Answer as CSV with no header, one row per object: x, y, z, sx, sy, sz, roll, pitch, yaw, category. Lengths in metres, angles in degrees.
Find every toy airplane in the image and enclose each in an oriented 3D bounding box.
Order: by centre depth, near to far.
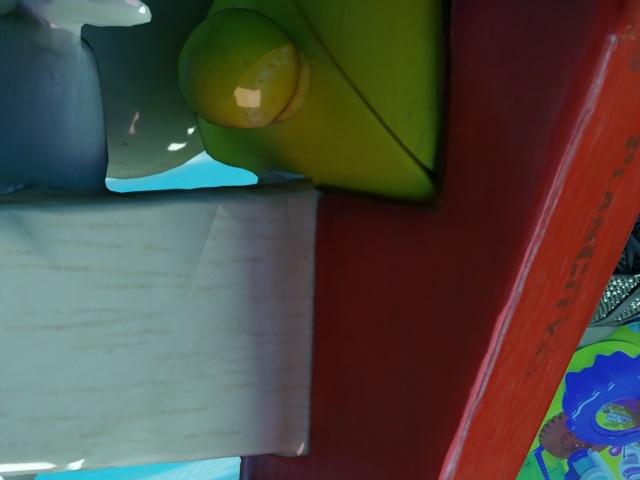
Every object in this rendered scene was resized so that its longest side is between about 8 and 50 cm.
0.000,0.000,0.675,0.384,0.272,0.386,-49,155,-27,toy airplane

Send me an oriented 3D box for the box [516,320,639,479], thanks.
0.163,0.207,1.477,0.290,0.177,0.279,-12,157,-26,box

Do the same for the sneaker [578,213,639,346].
0.149,0.001,1.097,0.130,0.087,0.227,-35,160,22,sneaker

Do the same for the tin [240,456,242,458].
-0.004,0.086,1.209,0.106,0.040,0.189,-23,160,-13,tin
